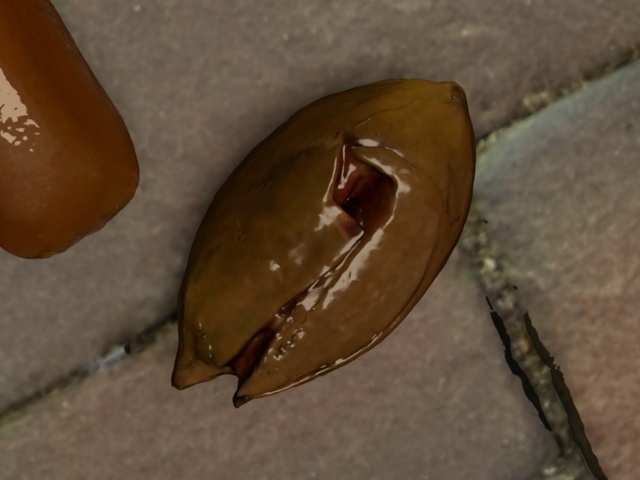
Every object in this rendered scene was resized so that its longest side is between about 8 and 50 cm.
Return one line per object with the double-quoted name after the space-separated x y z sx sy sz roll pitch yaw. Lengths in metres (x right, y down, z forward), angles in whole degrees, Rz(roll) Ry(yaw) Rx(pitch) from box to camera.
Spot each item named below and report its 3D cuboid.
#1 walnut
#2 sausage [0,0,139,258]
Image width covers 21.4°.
0.000 0.000 1.004 0.137 0.137 0.245 42 97 -17 "walnut"
-0.202 -0.117 0.945 0.105 0.105 0.274 -33 106 -6 "sausage"
